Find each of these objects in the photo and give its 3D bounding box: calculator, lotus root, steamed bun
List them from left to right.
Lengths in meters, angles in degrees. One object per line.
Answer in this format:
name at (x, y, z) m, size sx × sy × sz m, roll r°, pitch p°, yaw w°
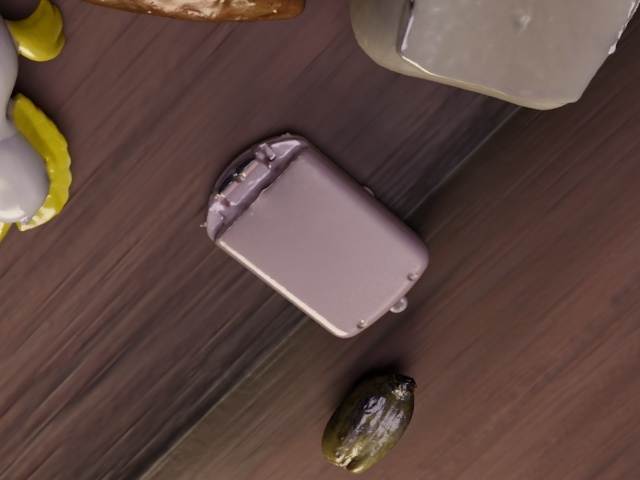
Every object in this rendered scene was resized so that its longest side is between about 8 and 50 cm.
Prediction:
calculator at (0.000, 0.000, 0.825) m, size 0.175 × 0.032 × 0.100 m, roll 39°, pitch 106°, yaw -23°
lotus root at (0.040, 0.137, 0.889) m, size 0.054 × 0.049 × 0.099 m, roll 32°, pitch 109°, yaw -12°
steamed bun at (0.114, -0.208, 0.664) m, size 0.146 × 0.164 × 0.241 m, roll 13°, pitch 112°, yaw -16°

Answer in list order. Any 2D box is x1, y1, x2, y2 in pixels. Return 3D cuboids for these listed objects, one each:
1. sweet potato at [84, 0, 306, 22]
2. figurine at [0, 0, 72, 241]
sweet potato at (-0.120, -0.188, 0.684) m, size 0.252 × 0.097 × 0.097 m, roll 15°, pitch 113°, yaw -19°
figurine at (-0.222, -0.068, 0.734) m, size 0.130 × 0.109 × 0.178 m, roll -10°, pitch 123°, yaw -28°
